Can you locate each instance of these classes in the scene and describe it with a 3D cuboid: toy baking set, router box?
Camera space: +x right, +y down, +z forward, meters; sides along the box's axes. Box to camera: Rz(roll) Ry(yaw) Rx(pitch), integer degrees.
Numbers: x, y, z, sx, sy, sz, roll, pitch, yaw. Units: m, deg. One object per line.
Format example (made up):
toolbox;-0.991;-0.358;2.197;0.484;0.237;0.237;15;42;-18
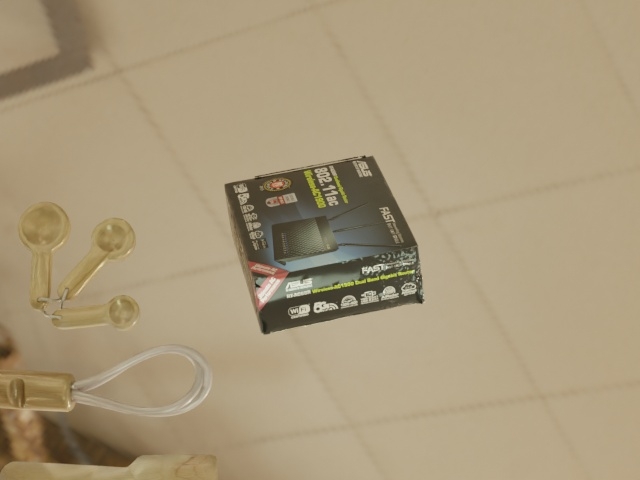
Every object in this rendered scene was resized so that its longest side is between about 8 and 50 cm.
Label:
toy baking set;-0.183;0.085;1.130;0.256;0.197;0.030;59;176;19
router box;0.000;0.000;0.977;0.092;0.122;0.038;-11;119;-6
